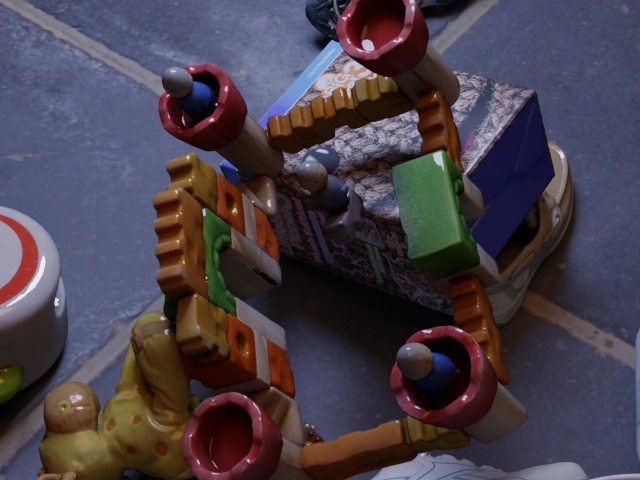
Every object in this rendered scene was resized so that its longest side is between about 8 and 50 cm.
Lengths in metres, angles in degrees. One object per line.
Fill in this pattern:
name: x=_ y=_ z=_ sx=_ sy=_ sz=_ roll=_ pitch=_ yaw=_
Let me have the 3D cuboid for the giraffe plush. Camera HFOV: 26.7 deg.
giraffe plush: x=-0.203 y=0.189 z=1.343 sx=0.170 sy=0.181 sz=0.210 roll=-15 pitch=65 yaw=-3

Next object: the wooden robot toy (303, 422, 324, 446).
wooden robot toy: x=-0.038 y=0.234 z=1.363 sx=0.076 sy=0.079 sz=0.173 roll=19 pitch=49 yaw=12

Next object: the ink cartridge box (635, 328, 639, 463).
ink cartridge box: x=0.490 y=0.270 z=1.399 sx=0.308 sy=0.091 sz=0.385 roll=7 pitch=65 yaw=0

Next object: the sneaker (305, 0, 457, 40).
sneaker: x=0.088 y=-0.361 z=1.916 sx=0.283 sy=0.110 sz=0.122 roll=-23 pitch=36 yaw=-27

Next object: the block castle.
block castle: x=0.000 y=0.000 z=1.284 sx=0.303 sy=0.213 sz=0.453 roll=-20 pitch=60 yaw=21

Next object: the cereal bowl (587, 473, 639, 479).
cereal bowl: x=0.295 y=0.386 z=1.197 sx=0.339 sy=0.141 sz=0.339 roll=-3 pitch=51 yaw=4

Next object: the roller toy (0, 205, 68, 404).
roller toy: x=-0.373 y=0.060 z=1.444 sx=0.209 sy=0.146 sz=0.191 roll=27 pitch=51 yaw=19

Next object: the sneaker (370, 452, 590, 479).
sneaker: x=0.127 y=0.258 z=1.341 sx=0.297 sy=0.111 sz=0.129 roll=-10 pitch=44 yaw=-15

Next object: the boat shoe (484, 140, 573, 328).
boat shoe: x=0.237 y=-0.029 z=1.610 sx=0.109 sy=0.098 sz=0.302 roll=21 pitch=50 yaw=14

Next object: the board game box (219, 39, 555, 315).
board game box: x=0.079 y=-0.080 z=1.540 sx=0.291 sy=0.141 sz=0.232 roll=18 pitch=57 yaw=35
